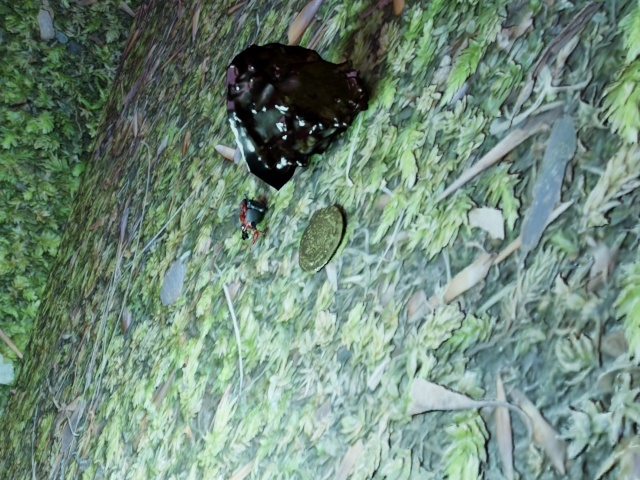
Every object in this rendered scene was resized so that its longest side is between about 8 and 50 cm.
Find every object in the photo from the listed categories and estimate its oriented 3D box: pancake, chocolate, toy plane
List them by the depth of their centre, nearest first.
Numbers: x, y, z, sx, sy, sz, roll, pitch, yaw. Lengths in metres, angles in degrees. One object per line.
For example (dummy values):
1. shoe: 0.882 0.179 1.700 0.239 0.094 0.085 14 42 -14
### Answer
1. pancake: -0.001 0.000 1.342 0.115 0.011 0.114 -44 32 37
2. chocolate: -0.019 -0.215 1.406 0.177 0.206 0.224 -12 68 24
3. toy plane: -0.120 -0.034 1.574 0.060 0.037 0.145 -61 24 18
